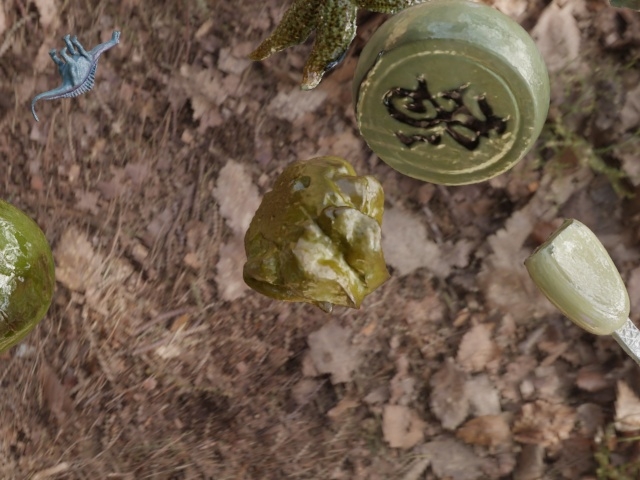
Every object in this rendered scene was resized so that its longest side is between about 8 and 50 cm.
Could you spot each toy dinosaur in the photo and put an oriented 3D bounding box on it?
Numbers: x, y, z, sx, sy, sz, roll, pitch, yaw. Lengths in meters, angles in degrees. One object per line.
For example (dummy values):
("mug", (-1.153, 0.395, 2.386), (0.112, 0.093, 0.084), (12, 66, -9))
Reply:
("toy dinosaur", (-0.367, -0.256, 1.750), (0.197, 0.045, 0.080), (-52, 128, -25))

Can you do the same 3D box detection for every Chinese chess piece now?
("Chinese chess piece", (0.094, -0.105, 0.859), (0.144, 0.144, 0.058), (24, 45, -9))

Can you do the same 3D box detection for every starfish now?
("starfish", (0.012, -0.241, 1.098), (0.208, 0.053, 0.176), (-39, 61, -2))

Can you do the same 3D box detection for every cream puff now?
("cream puff", (0.000, 0.000, 0.563), (0.083, 0.083, 0.058), (-50, 123, -13))

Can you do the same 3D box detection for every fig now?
("fig", (-0.404, 0.030, 1.320), (0.207, 0.230, 0.207), (-1, 35, 1))

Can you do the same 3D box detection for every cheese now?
("cheese", (0.374, 0.093, 1.536), (0.251, 0.054, 0.127), (50, 50, 2))

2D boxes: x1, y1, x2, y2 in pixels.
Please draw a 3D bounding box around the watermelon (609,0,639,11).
("watermelon", (0.477, -0.404, 1.516), (0.302, 0.151, 0.264), (35, 55, -6))
